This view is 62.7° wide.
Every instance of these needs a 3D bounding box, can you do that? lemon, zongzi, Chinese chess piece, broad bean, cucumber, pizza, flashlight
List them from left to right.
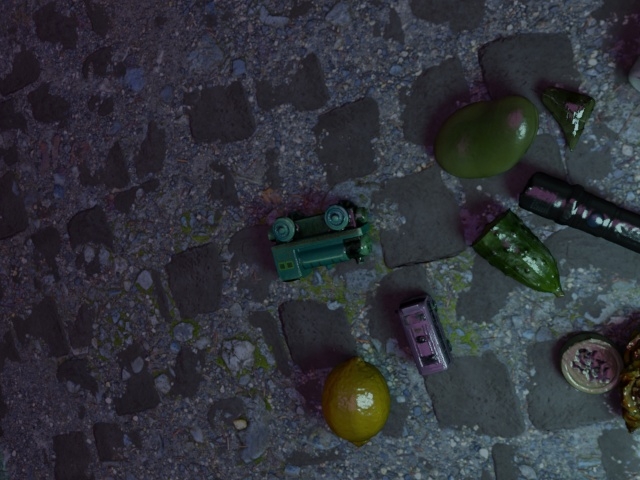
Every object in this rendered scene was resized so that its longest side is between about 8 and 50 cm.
[{"bbox_3d":[0.095,0.434,1.421,0.189,0.188,0.256,3,97,22],"label":"lemon"},{"bbox_3d":[0.408,-0.252,1.294,0.263,0.121,0.188,-20,92,37],"label":"broad bean"},{"bbox_3d":[0.493,0.044,1.269,0.244,0.134,0.134,47,109,9],"label":"cucumber"},{"bbox_3d":[0.554,-0.297,1.255,0.154,0.062,0.130,27,115,25],"label":"zongzi"},{"bbox_3d":[0.647,0.295,1.255,0.144,0.058,0.143,2,94,23],"label":"Chinese chess piece"},{"bbox_3d":[0.669,-0.037,1.204,0.424,0.103,0.103,27,104,17],"label":"flashlight"},{"bbox_3d":[0.692,0.331,1.145,0.074,0.288,0.251,9,119,38],"label":"pizza"}]

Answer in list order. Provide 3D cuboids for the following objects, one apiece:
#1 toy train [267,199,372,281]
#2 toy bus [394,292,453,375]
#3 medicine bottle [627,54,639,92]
[{"bbox_3d":[0.000,0.000,1.470,0.298,0.120,0.194,-12,97,22],"label":"toy train"},{"bbox_3d":[0.272,0.245,1.377,0.096,0.108,0.198,-21,86,22],"label":"toy bus"},{"bbox_3d":[0.796,-0.428,1.079,0.170,0.170,0.292,36,107,16],"label":"medicine bottle"}]
